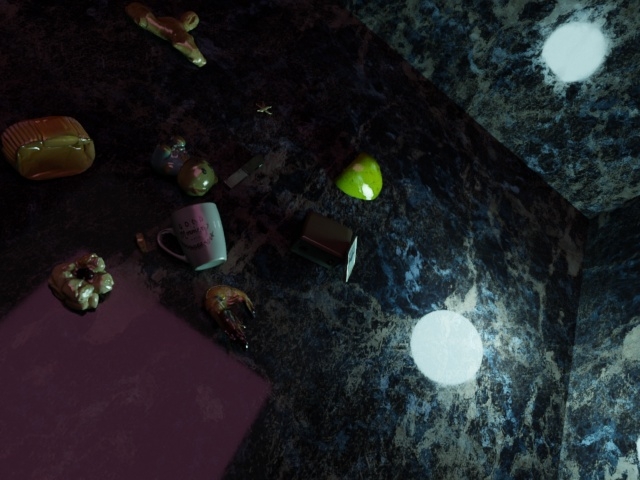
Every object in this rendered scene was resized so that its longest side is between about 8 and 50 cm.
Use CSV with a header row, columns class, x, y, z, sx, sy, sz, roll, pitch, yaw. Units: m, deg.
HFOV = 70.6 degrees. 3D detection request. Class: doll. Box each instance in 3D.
class,x,y,z,sx,sy,sz,roll,pitch,yaw
doll,-0.567,-0.298,1.900,0.261,0.161,0.177,36,32,-7

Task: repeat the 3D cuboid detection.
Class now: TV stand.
class,x,y,z,sx,sy,sz,roll,pitch,yaw
TV stand,-0.354,-0.319,2.108,0.049,0.040,0.256,44,52,-4

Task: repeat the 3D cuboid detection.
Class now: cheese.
class,x,y,z,sx,sy,sz,roll,pitch,yaw
cheese,-0.691,0.008,1.743,0.030,0.044,0.083,-19,77,-19

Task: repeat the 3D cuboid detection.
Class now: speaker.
class,x,y,z,sx,sy,sz,roll,pitch,yaw
speaker,0.000,0.000,2.069,0.231,0.153,0.192,27,56,-15

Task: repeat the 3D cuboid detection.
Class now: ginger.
class,x,y,z,sx,sy,sz,roll,pitch,yaw
ginger,-0.739,-1.026,2.215,0.363,0.122,0.348,-3,58,-41

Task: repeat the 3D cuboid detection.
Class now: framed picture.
class,x,y,z,sx,sy,sz,roll,pitch,yaw
framed picture,0.138,0.082,2.073,0.015,0.150,0.203,9,22,12

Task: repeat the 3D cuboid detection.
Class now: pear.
class,x,y,z,sx,sy,sz,roll,pitch,yaw
pear,0.244,-0.335,2.406,0.239,0.139,0.288,49,53,-9

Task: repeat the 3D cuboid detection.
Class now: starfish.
class,x,y,z,sx,sy,sz,roll,pitch,yaw
starfish,-0.294,-0.684,2.352,0.092,0.016,0.086,37,55,-11

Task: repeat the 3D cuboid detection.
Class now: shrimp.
class,x,y,z,sx,sy,sz,roll,pitch,yaw
shrimp,-0.334,0.293,1.786,0.178,0.075,0.289,-30,69,-40

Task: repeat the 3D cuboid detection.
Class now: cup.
class,x,y,z,sx,sy,sz,roll,pitch,yaw
cup,-0.507,0.001,1.790,0.258,0.186,0.233,-18,82,-4

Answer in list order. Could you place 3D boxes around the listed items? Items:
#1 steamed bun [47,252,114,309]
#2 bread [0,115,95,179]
class,x,y,z,sx,sy,sz,roll,pitch,yaw
steamed bun,-0.818,0.142,1.561,0.178,0.106,0.192,-32,85,-36
bread,-1.005,-0.348,1.673,0.288,0.204,0.156,-28,63,-40
